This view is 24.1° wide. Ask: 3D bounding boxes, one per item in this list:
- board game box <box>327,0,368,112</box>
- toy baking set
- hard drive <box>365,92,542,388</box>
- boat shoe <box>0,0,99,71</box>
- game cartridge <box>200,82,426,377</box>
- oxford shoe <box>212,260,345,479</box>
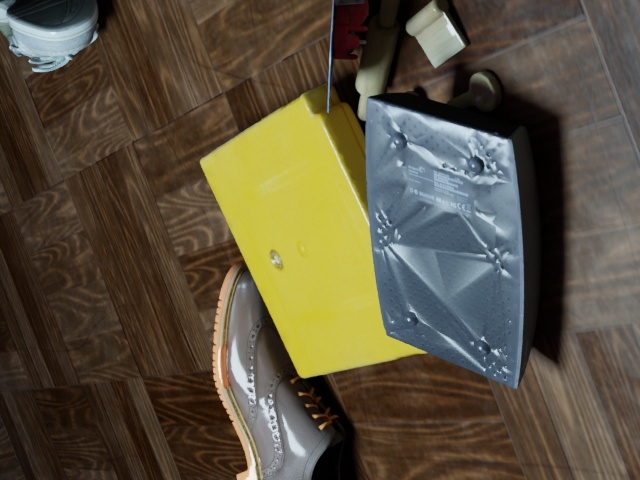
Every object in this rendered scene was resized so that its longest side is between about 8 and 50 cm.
[{"bbox_3d":[0.027,-0.198,1.380,0.169,0.033,0.133,-84,-3,-59],"label":"board game box"},{"bbox_3d":[0.094,-0.105,1.381,0.197,0.030,0.256,54,150,25],"label":"toy baking set"},{"bbox_3d":[0.122,-0.005,1.338,0.172,0.054,0.255,20,130,37],"label":"hard drive"},{"bbox_3d":[-0.366,-0.283,2.019,0.320,0.118,0.103,24,136,60],"label":"boat shoe"},{"bbox_3d":[0.000,0.000,1.598,0.323,0.052,0.285,-21,94,63],"label":"game cartridge"},{"bbox_3d":[-0.034,0.199,1.797,0.132,0.130,0.364,-7,99,29],"label":"oxford shoe"}]
